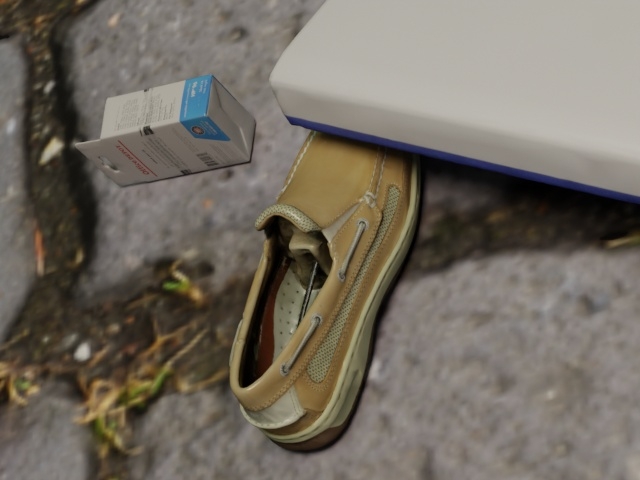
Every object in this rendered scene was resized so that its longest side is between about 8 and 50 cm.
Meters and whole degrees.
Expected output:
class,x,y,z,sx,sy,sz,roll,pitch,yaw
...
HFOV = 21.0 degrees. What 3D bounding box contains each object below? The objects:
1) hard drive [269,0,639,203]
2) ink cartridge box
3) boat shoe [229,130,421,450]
class,x,y,z,sx,sy,sz,roll,pitch,yaw
hard drive,0.159,-0.105,0.779,0.318,0.040,0.210,16,56,37
ink cartridge box,-0.083,-0.058,0.921,0.083,0.048,0.028,-10,57,26
boat shoe,0.000,0.000,0.818,0.068,0.072,0.190,-6,58,30
